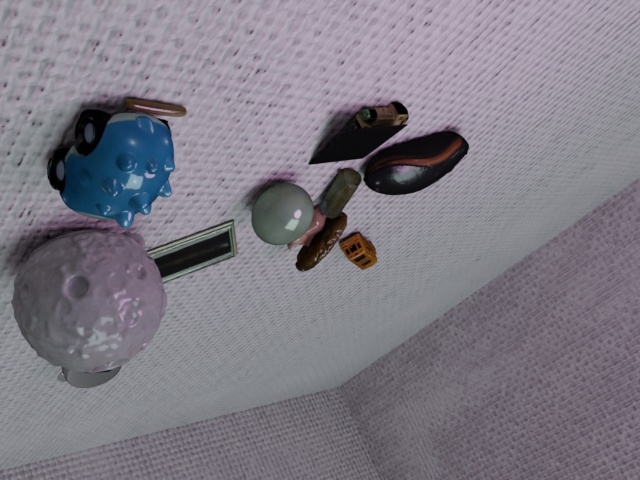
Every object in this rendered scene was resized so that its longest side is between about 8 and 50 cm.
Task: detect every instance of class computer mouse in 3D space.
[{"bbox_3d":[0.271,-0.200,2.052,0.323,0.116,0.183,-19,163,-19],"label":"computer mouse"}]

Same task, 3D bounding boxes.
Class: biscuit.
[{"bbox_3d":[0.000,0.000,2.166,0.226,0.042,0.226,-49,-167,15],"label":"biscuit"}]

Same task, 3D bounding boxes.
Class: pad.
[{"bbox_3d":[0.086,-0.231,1.811,0.164,0.004,0.243,-9,171,-25],"label":"pad"}]

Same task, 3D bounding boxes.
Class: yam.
[{"bbox_3d":[0.053,-0.127,2.041,0.068,0.068,0.169,-14,156,-27],"label":"yam"}]

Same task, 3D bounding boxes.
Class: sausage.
[{"bbox_3d":[-0.311,-0.250,1.409,0.132,0.024,0.024,-1,148,-48],"label":"sausage"}]

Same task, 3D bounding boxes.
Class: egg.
[{"bbox_3d":[-0.098,-0.066,1.902,0.149,0.149,0.192,-9,161,-37],"label":"egg"}]

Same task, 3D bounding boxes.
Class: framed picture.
[{"bbox_3d":[-0.366,0.046,2.050,0.293,0.018,0.231,-21,159,-11],"label":"framed picture"}]

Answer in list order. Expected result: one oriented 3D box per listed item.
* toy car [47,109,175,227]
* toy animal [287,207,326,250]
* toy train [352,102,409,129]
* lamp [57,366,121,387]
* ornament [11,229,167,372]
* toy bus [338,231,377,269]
[{"bbox_3d":[-0.379,-0.123,1.407,0.189,0.190,0.255,0,150,-49],"label":"toy car"},{"bbox_3d":[-0.048,-0.041,2.120,0.150,0.083,0.089,-35,147,-6],"label":"toy animal"},{"bbox_3d":[0.143,-0.289,1.789,0.138,0.050,0.087,-9,149,-34],"label":"toy train"},{"bbox_3d":[-0.694,0.358,2.292,0.180,0.108,0.246,3,138,-45],"label":"lamp"},{"bbox_3d":[-0.520,0.144,1.706,0.337,0.337,0.337,-22,159,-9],"label":"ornament"},{"bbox_3d":[0.134,0.041,2.493,0.083,0.088,0.194,-31,158,11],"label":"toy bus"}]
